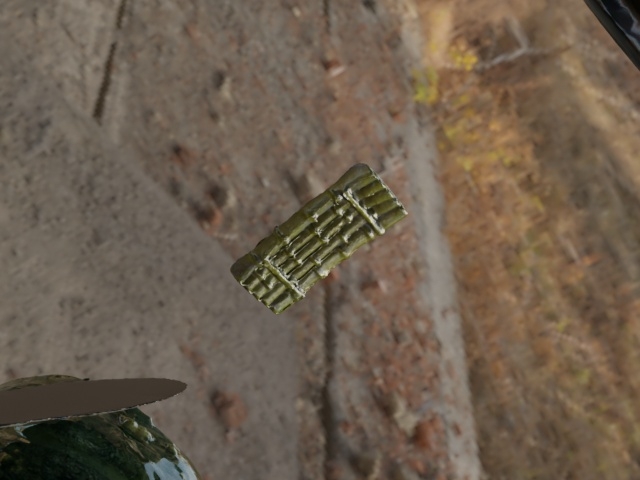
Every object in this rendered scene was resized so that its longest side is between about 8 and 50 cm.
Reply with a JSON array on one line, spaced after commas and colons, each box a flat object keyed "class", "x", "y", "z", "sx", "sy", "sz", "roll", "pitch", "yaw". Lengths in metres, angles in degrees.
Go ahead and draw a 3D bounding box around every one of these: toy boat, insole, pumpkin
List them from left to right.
[{"class": "insole", "x": -0.231, "y": 0.123, "z": 0.938, "sx": 0.322, "sy": 0.109, "sz": 0.007, "roll": -6, "pitch": 98, "yaw": -44}, {"class": "pumpkin", "x": -0.245, "y": 0.273, "z": 1.056, "sx": 0.263, "sy": 0.293, "sz": 0.197, "roll": 26, "pitch": 20, "yaw": 4}, {"class": "toy boat", "x": 0.000, "y": 0.000, "z": 0.873, "sx": 0.063, "sy": 0.115, "sz": 0.016, "roll": 45, "pitch": 8, "yaw": -50}]

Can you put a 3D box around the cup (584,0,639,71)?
[{"class": "cup", "x": 0.195, "y": -0.170, "z": 0.231, "sx": 0.242, "sy": 0.292, "sz": 0.308, "roll": 62, "pitch": -8, "yaw": -5}]
